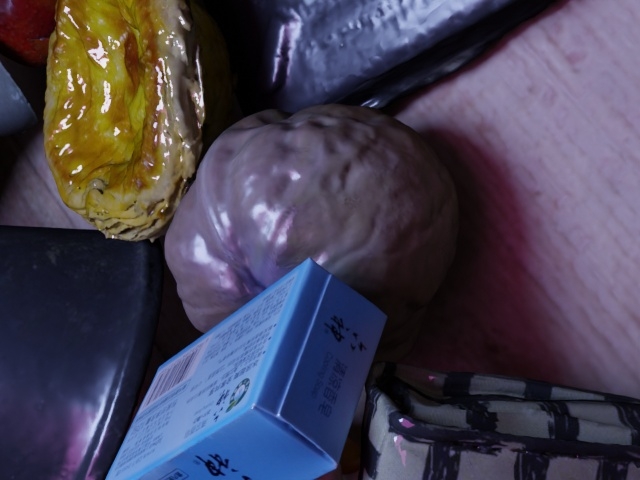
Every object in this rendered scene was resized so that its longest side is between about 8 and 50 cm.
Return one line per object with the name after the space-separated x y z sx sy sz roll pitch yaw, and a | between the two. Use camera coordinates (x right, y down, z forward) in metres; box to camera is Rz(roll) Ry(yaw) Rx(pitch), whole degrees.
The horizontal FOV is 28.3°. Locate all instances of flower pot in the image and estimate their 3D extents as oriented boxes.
-0.332 0.110 1.223 0.379 0.251 0.379 -51 25 36 | flower pot

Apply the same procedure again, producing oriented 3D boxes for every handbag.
0.174 0.266 0.946 0.327 0.162 0.325 7 105 -4 | handbag

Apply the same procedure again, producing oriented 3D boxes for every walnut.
-0.002 -0.001 1.081 0.248 0.248 0.248 5 98 36 | walnut

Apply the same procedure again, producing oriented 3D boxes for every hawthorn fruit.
-0.304 -0.259 1.308 0.148 0.172 0.148 -12 64 27 | hawthorn fruit

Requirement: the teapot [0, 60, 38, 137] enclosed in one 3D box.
-0.500 -0.116 1.303 0.253 0.344 0.300 36 161 47 | teapot

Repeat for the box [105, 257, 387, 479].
-0.063 0.130 0.956 0.083 0.142 0.232 39 135 -17 | box

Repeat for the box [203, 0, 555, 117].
0.022 -0.298 1.114 0.350 0.091 0.359 -27 77 35 | box

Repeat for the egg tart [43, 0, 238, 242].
-0.163 -0.139 1.179 0.295 0.116 0.295 8 100 56 | egg tart

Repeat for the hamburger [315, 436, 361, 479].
-0.054 0.270 1.141 0.237 0.276 0.276 53 122 30 | hamburger
